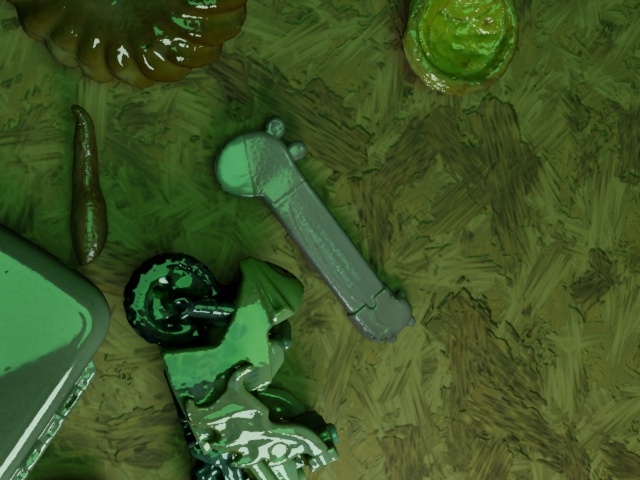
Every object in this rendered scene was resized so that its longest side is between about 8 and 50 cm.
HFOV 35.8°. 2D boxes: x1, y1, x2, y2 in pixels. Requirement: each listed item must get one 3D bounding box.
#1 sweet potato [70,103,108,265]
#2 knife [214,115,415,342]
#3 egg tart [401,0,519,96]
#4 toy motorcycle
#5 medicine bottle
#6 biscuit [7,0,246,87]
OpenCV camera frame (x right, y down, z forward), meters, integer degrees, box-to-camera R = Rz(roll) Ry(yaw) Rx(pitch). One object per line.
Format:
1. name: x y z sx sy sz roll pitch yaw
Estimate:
1. sweet potato: -0.310 -0.074 1.314 0.050 0.050 0.214 -4 101 -17
2. knife: 0.000 0.000 1.433 0.132 0.038 0.398 -40 108 -7
3. egg tart: 0.199 -0.300 1.434 0.191 0.074 0.191 -3 98 -18
4. toy motorcycle: -0.110 0.193 1.362 0.237 0.169 0.410 -17 108 -8
5. medicine bottle: -0.457 0.170 1.265 0.282 0.123 0.375 35 87 -20
6. biscuit: -0.241 -0.331 1.206 0.326 0.107 0.325 2 123 3
